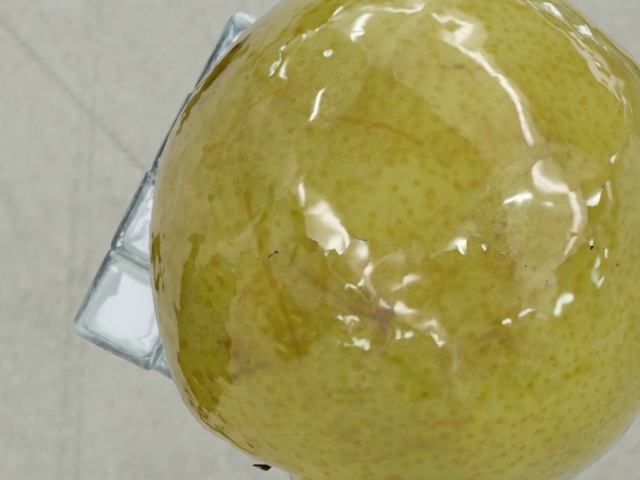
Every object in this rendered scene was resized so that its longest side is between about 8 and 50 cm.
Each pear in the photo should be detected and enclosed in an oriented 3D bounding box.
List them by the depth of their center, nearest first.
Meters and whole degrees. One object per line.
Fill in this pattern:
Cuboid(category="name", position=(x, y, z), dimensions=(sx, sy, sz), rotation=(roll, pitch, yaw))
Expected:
Cuboid(category="pear", position=(0.035, 0.007, 0.646), dimensions=(0.209, 0.209, 0.209), rotation=(12, 43, -12))

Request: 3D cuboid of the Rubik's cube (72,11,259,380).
Cuboid(category="Rubik's cube", position=(0.000, 0.000, 1.287), dimensions=(0.253, 0.259, 0.256), rotation=(27, 3, 1))
